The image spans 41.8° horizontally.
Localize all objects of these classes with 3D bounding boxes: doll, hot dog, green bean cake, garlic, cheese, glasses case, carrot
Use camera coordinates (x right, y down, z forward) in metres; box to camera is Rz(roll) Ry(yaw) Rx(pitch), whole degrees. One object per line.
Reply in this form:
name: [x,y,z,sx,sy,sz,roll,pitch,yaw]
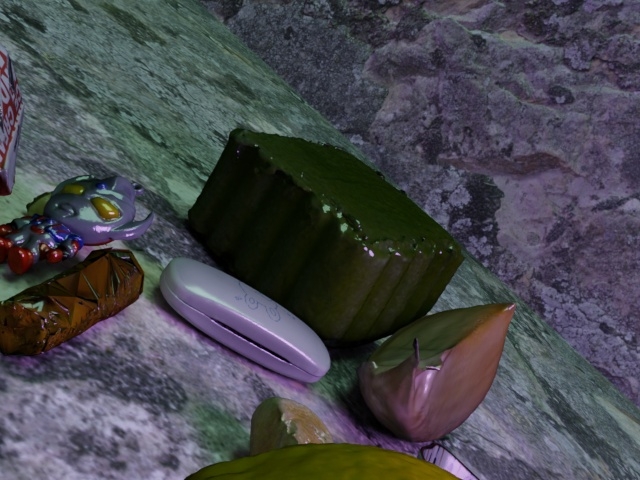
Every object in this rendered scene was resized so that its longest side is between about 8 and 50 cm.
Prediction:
doll: [-0.248,-0.022,0.853,0.104,0.062,0.195,8,27,29]
hot dog: [-0.001,0.243,0.739,0.084,0.073,0.242,29,19,-43]
green bean cake: [0.000,0.000,1.227,0.335,0.218,0.319,42,21,33]
garlic: [0.128,0.159,1.077,0.151,0.196,0.338,42,23,23]
cheese: [-0.271,-0.022,0.919,0.060,0.041,0.084,48,17,30]
glasses case: [-0.086,0.095,0.991,0.233,0.059,0.092,33,18,-22]
carrot: [-0.226,0.053,0.784,0.069,0.069,0.228,40,15,1]

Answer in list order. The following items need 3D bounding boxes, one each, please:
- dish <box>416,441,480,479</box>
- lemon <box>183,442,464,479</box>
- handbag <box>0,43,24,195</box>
dish: [0.154,0.311,0.916,0.191,0.066,0.190,44,9,-9]
lemon: [0.010,0.237,0.406,0.293,0.293,0.293,37,15,-12]
handbag: [-0.415,-0.154,0.789,0.298,0.151,0.171,39,17,-29]
